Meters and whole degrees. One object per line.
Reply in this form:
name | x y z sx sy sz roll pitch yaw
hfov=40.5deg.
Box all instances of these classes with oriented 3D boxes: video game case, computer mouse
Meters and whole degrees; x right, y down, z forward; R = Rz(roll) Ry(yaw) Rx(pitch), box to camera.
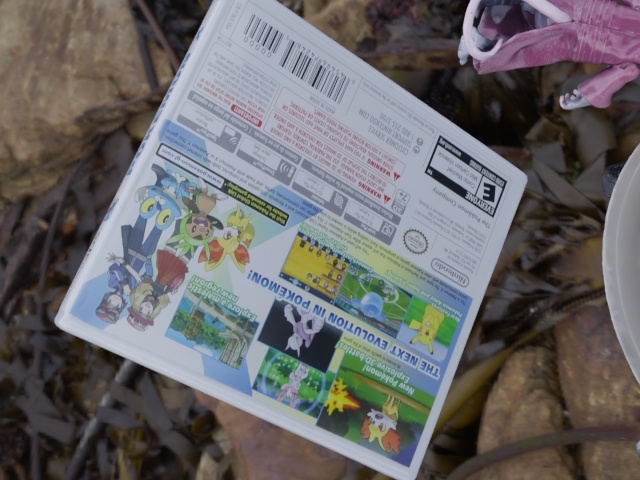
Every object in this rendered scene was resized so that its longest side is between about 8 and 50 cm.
video game case | 0.000 0.000 0.710 0.036 0.329 0.300 -3 60 61
computer mouse | 0.420 -0.042 1.194 0.041 0.242 0.071 -6 114 12

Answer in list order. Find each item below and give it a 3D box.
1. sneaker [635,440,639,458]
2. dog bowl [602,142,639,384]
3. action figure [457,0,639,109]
sneaker | 0.303 0.136 0.496 0.163 0.086 0.226 -47 25 0
dog bowl | 0.404 0.040 0.750 0.348 0.102 0.349 170 90 -67
action figure | 0.416 -0.342 1.347 0.370 0.275 0.248 12 92 11
